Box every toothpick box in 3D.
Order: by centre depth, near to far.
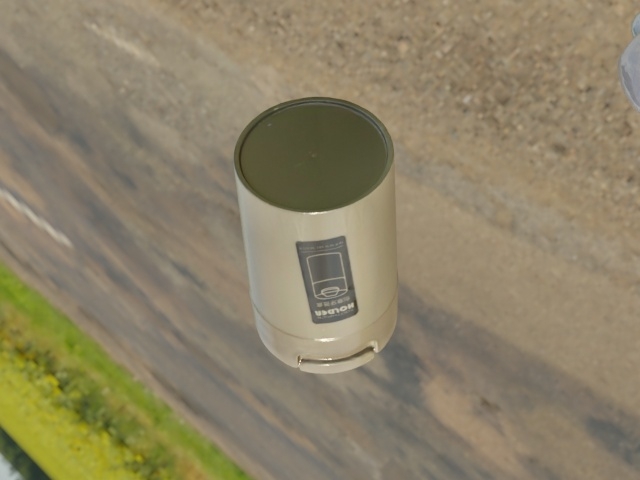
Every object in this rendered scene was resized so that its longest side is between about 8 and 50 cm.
[{"bbox_3d":[0.000,0.000,0.890,0.111,0.111,0.181,37,151,29],"label":"toothpick box"}]

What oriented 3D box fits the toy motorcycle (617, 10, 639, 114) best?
[{"bbox_3d":[0.260,-0.128,0.658,0.112,0.254,0.112,39,143,38],"label":"toy motorcycle"}]
